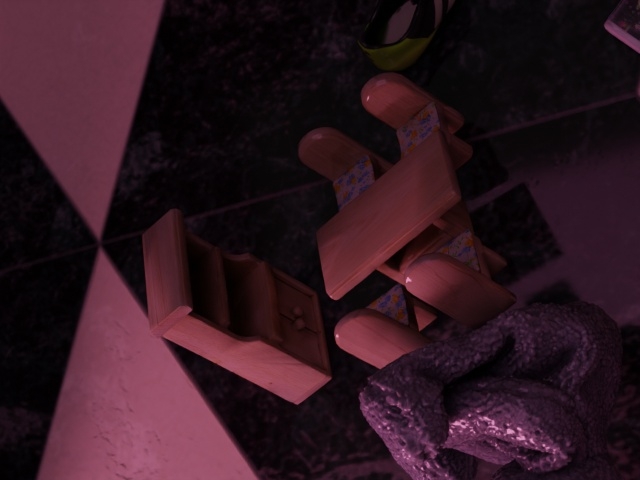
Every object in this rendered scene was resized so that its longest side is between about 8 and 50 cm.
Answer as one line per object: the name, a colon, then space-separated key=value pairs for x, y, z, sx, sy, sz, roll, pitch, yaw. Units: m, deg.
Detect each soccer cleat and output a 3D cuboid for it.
soccer cleat: x=0.092 y=-0.223 z=1.527 sx=0.060 sy=0.072 sz=0.179 roll=31 pitch=94 yaw=24

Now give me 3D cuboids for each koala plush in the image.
koala plush: x=0.168 y=0.177 z=1.370 sx=0.203 sy=0.196 sz=0.221 roll=-26 pitch=68 yaw=2

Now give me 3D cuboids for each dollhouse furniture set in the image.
dollhouse furniture set: x=0.000 y=0.000 z=1.437 sx=0.242 sy=0.161 sz=0.212 roll=-40 pitch=39 yaw=27

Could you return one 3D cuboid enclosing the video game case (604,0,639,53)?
video game case: x=0.348 y=-0.185 z=1.442 sx=0.190 sy=0.022 sz=0.173 roll=40 pitch=97 yaw=22
